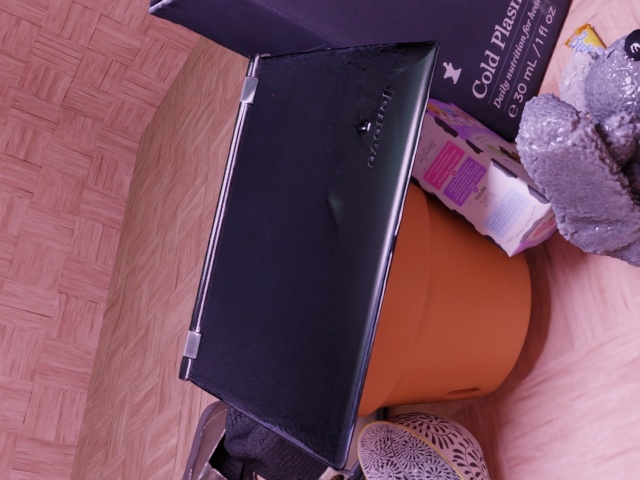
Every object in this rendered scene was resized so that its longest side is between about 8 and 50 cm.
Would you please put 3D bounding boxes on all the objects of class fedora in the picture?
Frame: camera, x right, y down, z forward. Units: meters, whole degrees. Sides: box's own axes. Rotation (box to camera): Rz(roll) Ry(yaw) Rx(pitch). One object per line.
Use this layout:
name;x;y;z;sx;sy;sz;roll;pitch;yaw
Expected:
fedora;-0.045;0.261;1.041;0.334;0.152;0.334;-43;36;42

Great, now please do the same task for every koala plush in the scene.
koala plush;0.299;-0.111;0.635;0.196;0.203;0.221;-8;47;27

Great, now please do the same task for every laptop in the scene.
laptop;0.000;0.000;0.801;0.408;0.236;0.382;13;-90;-76

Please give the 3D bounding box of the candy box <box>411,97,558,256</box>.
candy box;0.175;-0.076;0.753;0.196;0.165;0.070;42;114;21

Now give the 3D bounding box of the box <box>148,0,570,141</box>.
box;0.093;-0.440;0.921;0.297;0.472;0.479;20;90;64

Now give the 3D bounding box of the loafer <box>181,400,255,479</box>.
loafer;-0.182;0.448;1.188;0.130;0.134;0.366;-35;42;50

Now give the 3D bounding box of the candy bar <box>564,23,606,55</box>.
candy bar;0.331;-0.204;0.808;0.040;0.018;0.161;-49;33;35

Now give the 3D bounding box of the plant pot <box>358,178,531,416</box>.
plant pot;0.102;0.067;0.795;0.291;0.204;0.290;-168;90;-75

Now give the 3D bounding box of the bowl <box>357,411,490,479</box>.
bowl;0.130;0.252;0.761;0.170;0.080;0.170;30;136;34
